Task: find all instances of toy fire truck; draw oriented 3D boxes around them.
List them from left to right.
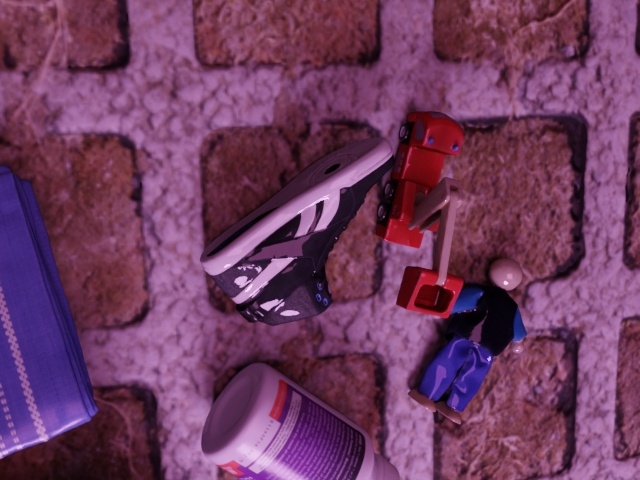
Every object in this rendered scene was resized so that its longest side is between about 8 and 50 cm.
[{"bbox_3d":[0.106,-0.032,0.761,0.047,0.135,0.191,13,96,-19],"label":"toy fire truck"}]

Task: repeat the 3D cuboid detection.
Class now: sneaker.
[{"bbox_3d":[0.000,0.000,0.771,0.217,0.079,0.121,-35,112,0],"label":"sneaker"}]

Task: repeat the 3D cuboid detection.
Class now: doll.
[{"bbox_3d":[0.168,0.104,0.854,0.129,0.046,0.188,29,91,-21],"label":"doll"}]

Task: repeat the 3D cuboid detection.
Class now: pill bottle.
[{"bbox_3d":[-0.015,0.217,0.784,0.193,0.108,0.108,37,88,-20],"label":"pill bottle"}]

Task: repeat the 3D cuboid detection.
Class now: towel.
[{"bbox_3d":[-0.377,0.093,0.633,0.336,0.040,0.243,-19,77,-12],"label":"towel"}]
